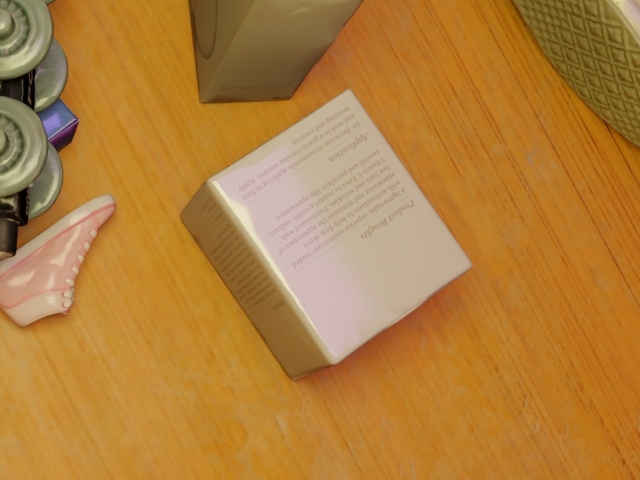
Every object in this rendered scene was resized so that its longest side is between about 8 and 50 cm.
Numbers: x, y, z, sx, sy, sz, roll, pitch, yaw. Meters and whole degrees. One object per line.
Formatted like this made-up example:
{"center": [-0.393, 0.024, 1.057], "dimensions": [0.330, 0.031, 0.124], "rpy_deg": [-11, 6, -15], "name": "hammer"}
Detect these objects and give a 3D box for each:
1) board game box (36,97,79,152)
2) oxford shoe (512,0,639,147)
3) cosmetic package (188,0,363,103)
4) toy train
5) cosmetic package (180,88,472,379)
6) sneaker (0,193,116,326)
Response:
{"center": [-0.406, -0.074, 1.035], "dimensions": [0.347, 0.078, 0.233], "rpy_deg": [-41, 92, -19], "name": "board game box"}
{"center": [0.248, -0.266, 1.218], "dimensions": [0.130, 0.169, 0.449], "rpy_deg": [-36, 86, -18], "name": "oxford shoe"}
{"center": [-0.057, -0.334, 1.077], "dimensions": [0.097, 0.284, 0.377], "rpy_deg": [-4, 80, -17], "name": "cosmetic package"}
{"center": [-0.293, -0.147, 0.976], "dimensions": [0.190, 0.142, 0.334], "rpy_deg": [1, 81, -4], "name": "toy train"}
{"center": [0.000, 0.000, 1.099], "dimensions": [0.151, 0.151, 0.183], "rpy_deg": [-34, 90, -18], "name": "cosmetic package"}
{"center": [-0.216, 0.021, 1.087], "dimensions": [0.134, 0.051, 0.070], "rpy_deg": [-37, 93, -16], "name": "sneaker"}
